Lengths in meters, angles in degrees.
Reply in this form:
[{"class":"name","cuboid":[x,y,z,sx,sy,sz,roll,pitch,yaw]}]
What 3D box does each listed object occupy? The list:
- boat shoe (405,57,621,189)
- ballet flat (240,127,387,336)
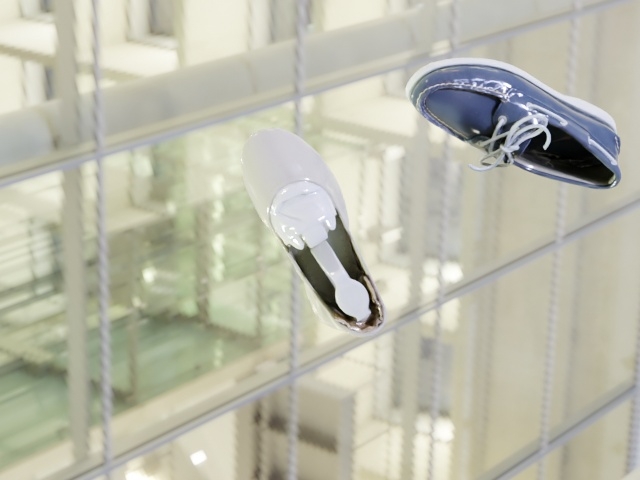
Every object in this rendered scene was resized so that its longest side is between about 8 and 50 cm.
[{"class":"boat shoe","cuboid":[0.204,-0.113,1.680,0.095,0.254,0.079,-46,-143,37]},{"class":"ballet flat","cuboid":[0.000,0.000,1.589,0.086,0.086,0.248,2,-46,39]}]
